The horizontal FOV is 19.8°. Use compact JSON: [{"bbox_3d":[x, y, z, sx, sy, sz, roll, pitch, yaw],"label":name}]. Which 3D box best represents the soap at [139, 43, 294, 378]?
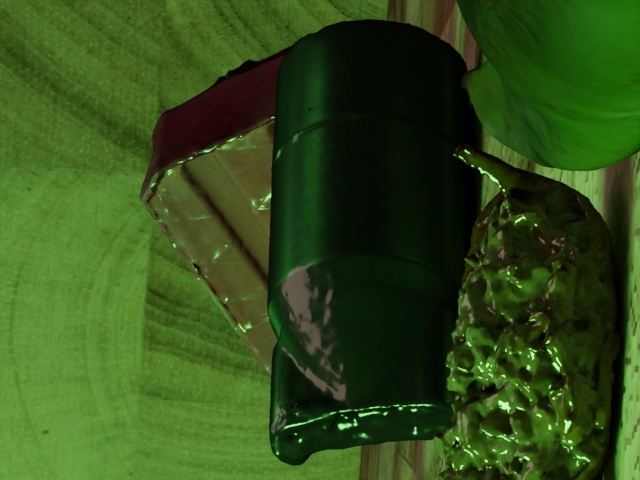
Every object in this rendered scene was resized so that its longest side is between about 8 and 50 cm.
[{"bbox_3d":[0.000,0.000,1.257,0.250,0.162,0.099,57,-165,-29],"label":"soap"}]

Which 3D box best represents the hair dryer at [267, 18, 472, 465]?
[{"bbox_3d":[0.041,0.057,1.085,0.302,0.116,0.244,74,-164,-55],"label":"hair dryer"}]

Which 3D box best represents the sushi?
[{"bbox_3d":[0.060,0.034,0.523,0.055,0.052,0.120,21,-106,-74],"label":"sushi"}]

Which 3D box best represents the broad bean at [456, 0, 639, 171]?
[{"bbox_3d":[0.056,-0.066,0.322,0.077,0.061,0.339,57,176,5],"label":"broad bean"}]
